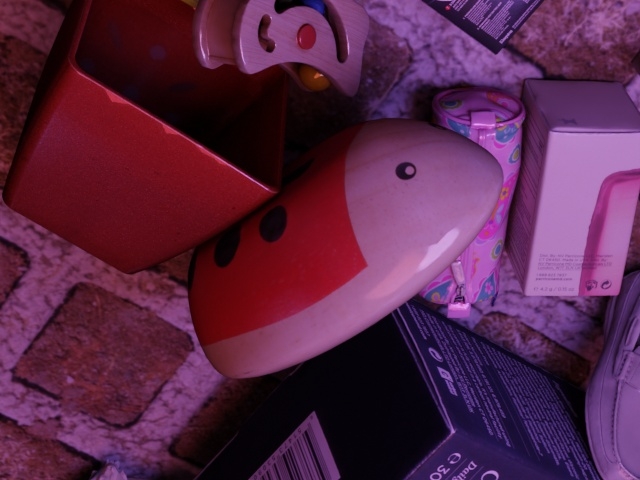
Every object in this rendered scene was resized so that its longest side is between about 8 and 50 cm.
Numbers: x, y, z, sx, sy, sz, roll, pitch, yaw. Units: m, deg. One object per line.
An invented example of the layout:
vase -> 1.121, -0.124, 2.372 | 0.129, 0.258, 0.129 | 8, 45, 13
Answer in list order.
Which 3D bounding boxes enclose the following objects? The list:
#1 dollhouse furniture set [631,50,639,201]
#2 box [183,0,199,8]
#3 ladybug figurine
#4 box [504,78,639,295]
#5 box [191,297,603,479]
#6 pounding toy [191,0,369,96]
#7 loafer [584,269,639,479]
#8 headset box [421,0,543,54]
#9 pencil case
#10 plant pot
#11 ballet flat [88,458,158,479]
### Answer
dollhouse furniture set -> 0.483, -0.142, 1.750 | 0.212, 0.161, 0.242 | 26, 115, -19
box -> -0.108, -0.345, 1.636 | 0.109, 0.042, 0.178 | 26, 114, -27
ladybug figurine -> 0.000, 0.000, 1.625 | 0.449, 0.305, 0.162 | -32, 106, 35
box -> 0.311, -0.065, 1.788 | 0.127, 0.148, 0.232 | 1, 121, -6
box -> 0.133, 0.382, 1.906 | 0.471, 0.297, 0.480 | 27, 114, -35
pounding toy -> -0.030, -0.235, 1.586 | 0.269, 0.155, 0.154 | 35, 74, -47
loafer -> 0.412, 0.167, 1.842 | 0.112, 0.319, 0.111 | 29, 145, -24
headset box -> 0.148, -0.382, 1.603 | 0.293, 0.110, 0.218 | 31, 114, -22
pencil case -> 0.182, -0.049, 1.803 | 0.124, 0.124, 0.284 | 2, 120, -6
plant pot -> -0.214, -0.122, 1.652 | 0.267, 0.267, 0.236 | 31, 122, -21
ballet flat -> -0.169, 0.435, 2.062 | 0.409, 0.147, 0.147 | 31, 113, -22
